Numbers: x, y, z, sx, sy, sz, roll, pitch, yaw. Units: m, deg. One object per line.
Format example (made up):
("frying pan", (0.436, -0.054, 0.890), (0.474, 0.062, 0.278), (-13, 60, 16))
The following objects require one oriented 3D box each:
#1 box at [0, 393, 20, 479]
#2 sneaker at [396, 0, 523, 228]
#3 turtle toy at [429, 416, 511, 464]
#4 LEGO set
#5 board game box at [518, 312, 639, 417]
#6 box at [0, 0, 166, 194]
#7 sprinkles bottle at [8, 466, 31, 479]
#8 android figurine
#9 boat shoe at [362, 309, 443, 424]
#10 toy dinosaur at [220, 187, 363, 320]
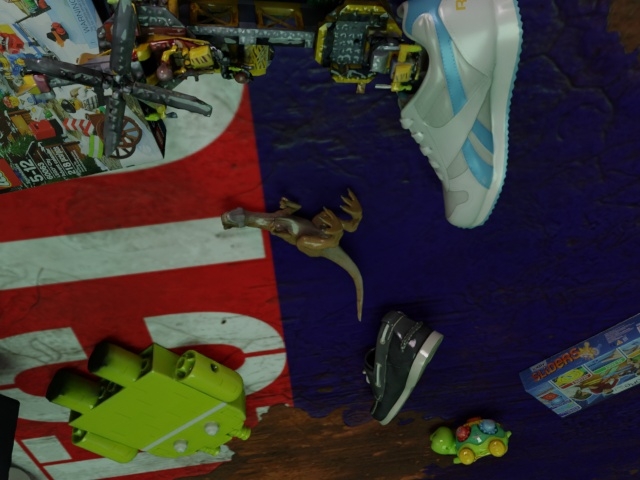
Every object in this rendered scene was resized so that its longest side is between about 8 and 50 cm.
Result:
("box", (-0.638, 0.248, 0.537), (0.480, 0.297, 0.472), (-15, 147, 13))
("sneaker", (0.113, -0.107, 0.541), (0.092, 0.087, 0.229), (-5, 130, 5))
("turtle toy", (0.244, 0.324, 1.013), (0.130, 0.066, 0.095), (-19, 159, 12))
("LEGO set", (-0.027, -0.187, 0.328), (0.255, 0.192, 0.331), (5, 135, -15))
("board game box", (0.419, 0.191, 0.932), (0.201, 0.035, 0.136), (-34, 131, 23))
("box", (-0.230, -0.144, 0.459), (0.159, 0.044, 0.233), (-12, 136, 2))
("sprinkles bottle", (-0.611, 0.447, 0.942), (0.355, 0.121, 0.121), (-19, 136, 9))
("android figurine", (-0.213, 0.227, 0.839), (0.248, 0.056, 0.273), (-32, 130, 21))
("boat shoe", (0.097, 0.174, 0.841), (0.079, 0.084, 0.233), (29, 144, 15))
("toy dinosaur", (0.000, 0.000, 0.652), (0.211, 0.064, 0.112), (30, 142, -23))
